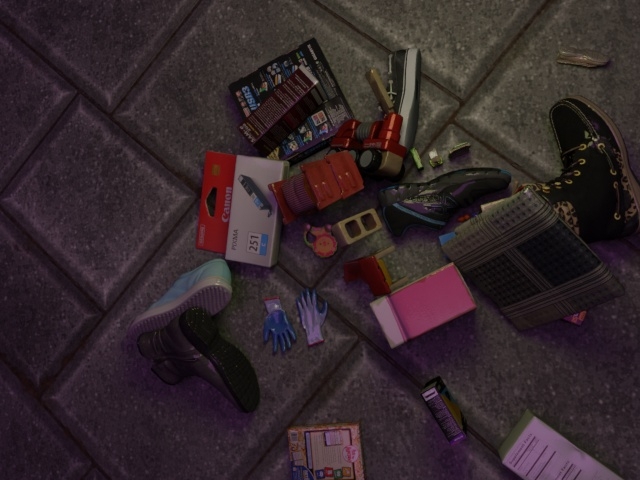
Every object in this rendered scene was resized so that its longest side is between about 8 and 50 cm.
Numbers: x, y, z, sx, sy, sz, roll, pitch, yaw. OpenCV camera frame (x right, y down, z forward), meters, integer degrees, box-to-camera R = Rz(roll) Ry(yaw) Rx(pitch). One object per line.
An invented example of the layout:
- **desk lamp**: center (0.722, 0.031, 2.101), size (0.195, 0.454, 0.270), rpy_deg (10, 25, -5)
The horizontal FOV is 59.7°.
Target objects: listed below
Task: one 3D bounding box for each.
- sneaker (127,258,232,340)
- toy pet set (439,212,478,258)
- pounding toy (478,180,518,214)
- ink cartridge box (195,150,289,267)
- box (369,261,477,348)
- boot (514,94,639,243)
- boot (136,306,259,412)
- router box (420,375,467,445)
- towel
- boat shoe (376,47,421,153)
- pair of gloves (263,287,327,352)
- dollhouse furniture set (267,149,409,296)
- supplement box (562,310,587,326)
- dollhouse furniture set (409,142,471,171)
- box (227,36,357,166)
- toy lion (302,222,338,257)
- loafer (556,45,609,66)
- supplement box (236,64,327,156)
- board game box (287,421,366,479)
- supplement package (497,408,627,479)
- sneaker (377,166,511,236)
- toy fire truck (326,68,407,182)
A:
- **sneaker**: center (-0.391, 0.173, 1.590), size (0.366, 0.135, 0.150), rpy_deg (-28, 36, 18)
- **toy pet set**: center (0.368, -0.006, 1.443), size (0.114, 0.065, 0.122), rpy_deg (-16, 79, 11)
- **pounding toy**: center (0.459, -0.056, 1.394), size (0.100, 0.130, 0.141), rpy_deg (-16, 79, 11)
- **ink cartridge box**: center (-0.233, -0.092, 1.564), size (0.261, 0.066, 0.296), rpy_deg (10, 99, 14)
- **box**: center (0.260, 0.165, 1.402), size (0.232, 0.148, 0.127), rpy_deg (-28, 78, 9)
- **boot**: center (0.585, -0.150, 1.320), size (0.284, 0.138, 0.377), rpy_deg (-19, 84, -22)
- **boot**: center (-0.333, 0.354, 1.536), size (0.223, 0.118, 0.338), rpy_deg (-31, 95, 26)
- **router box**: center (0.300, 0.405, 1.345), size (0.046, 0.179, 0.133), rpy_deg (-33, 77, 10)
- **towel**: center (0.473, 0.053, 1.286), size (0.312, 0.324, 0.056), rpy_deg (46, 56, -1)
- **boat shoe**: center (0.207, -0.380, 1.510), size (0.105, 0.113, 0.306), rpy_deg (2, 80, 20)
- **pair of gloves**: center (-0.070, 0.219, 1.540), size (0.198, 0.023, 0.159), rpy_deg (-14, 80, 12)
- **dollhouse furniture set**: center (0.040, -0.020, 1.417), size (0.152, 0.201, 0.374), rpy_deg (-25, 91, -31)
- **supplement box**: center (0.606, 0.172, 1.373), size (0.083, 0.043, 0.055), rpy_deg (22, 87, 15)
- **dollhouse furniture set**: center (0.320, -0.240, 1.481), size (0.152, 0.076, 0.058), rpy_deg (-22, 79, 10)
- **box**: center (-0.079, -0.383, 1.598), size (0.293, 0.073, 0.295), rpy_deg (-28, 78, 9)
- **toy lion**: center (0.000, 0.000, 1.551), size (0.100, 0.034, 0.096), rpy_deg (3, 91, 14)
- **loafer**: center (0.680, -0.473, 1.451), size (0.125, 0.039, 0.045), rpy_deg (17, 54, 12)
- **supplement box**: center (-0.100, -0.343, 1.496), size (0.239, 0.130, 0.073), rpy_deg (-43, 78, 4)
- **board game box**: center (0.016, 0.559, 1.460), size (0.193, 0.045, 0.147), rpy_deg (-7, 81, 12)
- **supplement package**: center (0.555, 0.525, 1.288), size (0.244, 0.139, 0.134), rpy_deg (35, 91, 17)
- **sneaker**: center (0.327, -0.105, 1.455), size (0.341, 0.125, 0.139), rpy_deg (-12, 97, 17)
- **toy fire truck**: center (0.123, -0.293, 1.446), size (0.217, 0.158, 0.246), rpy_deg (13, 87, 53)
